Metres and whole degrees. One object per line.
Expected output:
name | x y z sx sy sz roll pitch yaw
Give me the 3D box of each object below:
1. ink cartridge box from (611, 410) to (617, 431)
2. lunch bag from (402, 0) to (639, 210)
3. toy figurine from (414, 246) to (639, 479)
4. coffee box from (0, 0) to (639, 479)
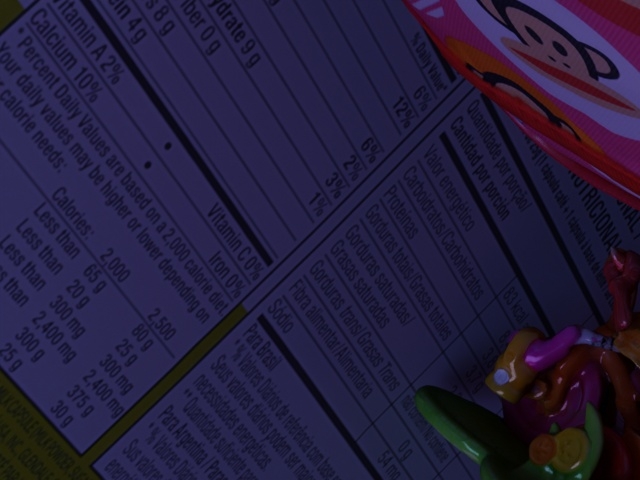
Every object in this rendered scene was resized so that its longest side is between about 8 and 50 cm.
ink cartridge box | -0.033 0.128 1.002 0.272 0.309 0.130 10 107 33
lunch bag | 0.132 -0.051 0.414 0.293 0.120 0.258 35 171 37
toy figurine | 0.134 0.035 0.612 0.130 0.159 0.173 26 -170 -48
coffee box | -0.110 -0.041 0.735 0.337 0.334 0.338 35 165 45
